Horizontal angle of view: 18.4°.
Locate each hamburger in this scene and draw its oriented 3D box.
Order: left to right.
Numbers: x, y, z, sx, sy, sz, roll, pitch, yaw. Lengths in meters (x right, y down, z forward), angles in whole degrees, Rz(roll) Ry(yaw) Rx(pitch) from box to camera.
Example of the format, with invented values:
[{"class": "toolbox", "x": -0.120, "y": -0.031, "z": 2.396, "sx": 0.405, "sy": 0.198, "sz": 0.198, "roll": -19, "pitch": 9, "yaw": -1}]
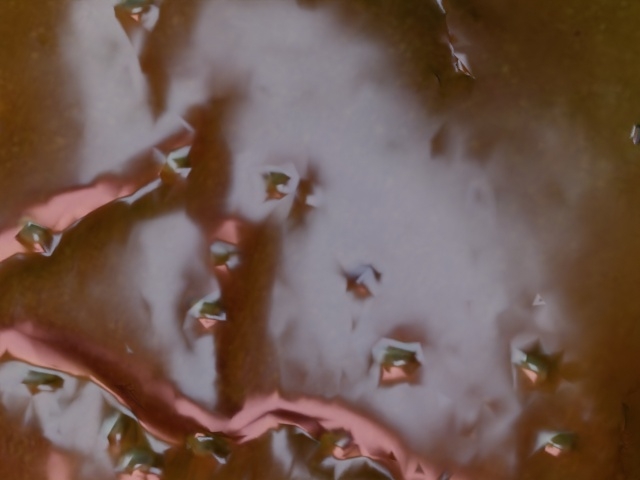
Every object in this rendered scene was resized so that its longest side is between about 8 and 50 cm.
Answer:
[{"class": "hamburger", "x": 0.000, "y": 0.000, "z": 0.596, "sx": 0.290, "sy": 0.170, "sz": 0.314, "roll": 25, "pitch": 106, "yaw": 11}]
